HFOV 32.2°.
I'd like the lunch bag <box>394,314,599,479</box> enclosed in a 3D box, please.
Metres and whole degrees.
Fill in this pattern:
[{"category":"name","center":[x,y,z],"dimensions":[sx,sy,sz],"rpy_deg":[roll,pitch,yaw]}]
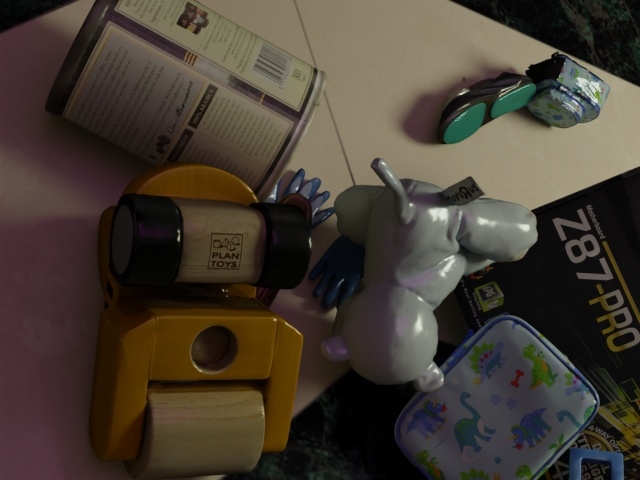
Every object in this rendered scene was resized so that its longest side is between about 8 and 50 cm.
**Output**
[{"category":"lunch bag","center":[0.206,0.206,1.314],"dimensions":[0.176,0.090,0.219],"rpy_deg":[44,90,14]}]

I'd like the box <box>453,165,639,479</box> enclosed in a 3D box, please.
[{"category":"box","center":[0.365,0.135,1.394],"dimensions":[0.318,0.097,0.395],"rpy_deg":[-21,71,6]}]

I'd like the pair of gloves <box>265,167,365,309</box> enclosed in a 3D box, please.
[{"category":"pair of gloves","center":[0.000,0.000,1.429],"dimensions":[0.198,0.023,0.159],"rpy_deg":[38,55,-3]}]

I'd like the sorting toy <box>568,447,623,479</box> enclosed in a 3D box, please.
[{"category":"sorting toy","center":[0.293,0.353,1.180],"dimensions":[0.196,0.047,0.347],"rpy_deg":[16,46,20]}]

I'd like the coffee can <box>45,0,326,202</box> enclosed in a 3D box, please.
[{"category":"coffee can","center":[-0.160,-0.180,1.330],"dimensions":[0.275,0.201,0.201],"rpy_deg":[28,55,-12]}]

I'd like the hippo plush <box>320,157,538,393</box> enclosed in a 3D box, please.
[{"category":"hippo plush","center":[0.124,0.058,1.299],"dimensions":[0.234,0.294,0.236],"rpy_deg":[11,85,-8]}]

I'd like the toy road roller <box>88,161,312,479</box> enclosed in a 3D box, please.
[{"category":"toy road roller","center":[-0.153,0.078,1.229],"dimensions":[0.203,0.240,0.329],"rpy_deg":[3,100,-27]}]

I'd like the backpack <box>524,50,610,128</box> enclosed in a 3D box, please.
[{"category":"backpack","center":[0.374,-0.220,1.695],"dimensions":[0.114,0.105,0.084],"rpy_deg":[25,78,-14]}]

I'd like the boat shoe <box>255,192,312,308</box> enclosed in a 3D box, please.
[{"category":"boat shoe","center":[-0.053,0.016,1.346],"dimensions":[0.064,0.060,0.178],"rpy_deg":[29,67,-6]}]

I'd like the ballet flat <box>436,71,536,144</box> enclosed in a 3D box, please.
[{"category":"ballet flat","center":[0.228,-0.200,1.634],"dimensions":[0.203,0.074,0.074],"rpy_deg":[-28,79,-29]}]
